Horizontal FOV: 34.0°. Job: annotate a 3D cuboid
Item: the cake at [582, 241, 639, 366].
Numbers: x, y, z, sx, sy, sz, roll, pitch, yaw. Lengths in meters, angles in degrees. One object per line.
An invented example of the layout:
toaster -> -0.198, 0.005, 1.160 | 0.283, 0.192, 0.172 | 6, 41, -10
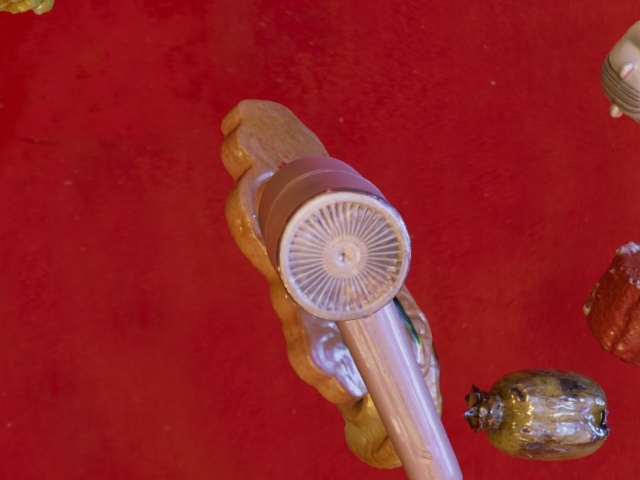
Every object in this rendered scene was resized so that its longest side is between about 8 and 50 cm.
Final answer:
cake -> 0.548, 0.111, 1.606 | 0.283, 0.177, 0.150 | 18, 129, -5

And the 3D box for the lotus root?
lotus root -> 0.338, 0.281, 1.695 | 0.278, 0.154, 0.154 | 4, 97, -16

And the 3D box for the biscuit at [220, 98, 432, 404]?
biscuit -> 0.000, 0.000, 1.039 | 0.047, 0.202, 0.333 | -39, 67, 35

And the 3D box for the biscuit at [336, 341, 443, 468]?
biscuit -> 0.091, 0.208, 1.591 | 0.213, 0.091, 0.274 | -30, 69, 54

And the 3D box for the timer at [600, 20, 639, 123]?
timer -> 0.511, -0.252, 1.379 | 0.315, 0.291, 0.290 | -27, 87, -18

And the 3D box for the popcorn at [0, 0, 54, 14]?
popcorn -> -0.406, -0.403, 1.387 | 0.170, 0.189, 0.218 | -13, 56, 29

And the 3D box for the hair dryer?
hair dryer -> 0.049, 0.099, 0.890 | 0.107, 0.189, 0.344 | -23, 105, -3
